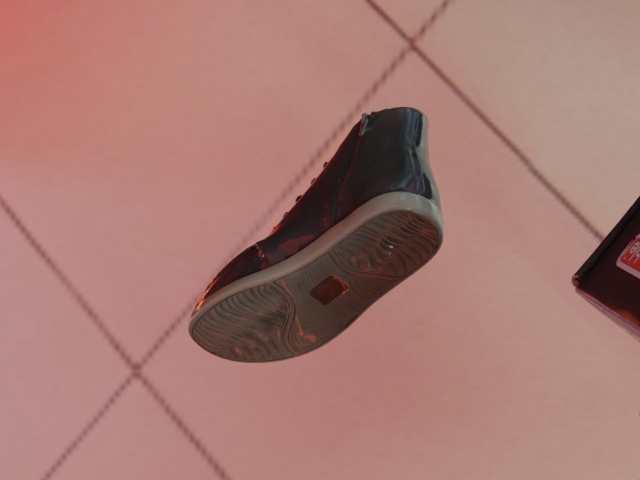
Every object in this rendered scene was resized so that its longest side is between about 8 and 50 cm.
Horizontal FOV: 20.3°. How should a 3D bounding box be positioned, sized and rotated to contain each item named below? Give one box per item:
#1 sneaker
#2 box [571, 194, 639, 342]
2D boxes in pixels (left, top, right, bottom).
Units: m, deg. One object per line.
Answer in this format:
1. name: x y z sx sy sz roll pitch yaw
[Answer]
1. sneaker: 0.000 0.000 1.277 0.222 0.083 0.118 -30 34 29
2. box: 0.235 -0.050 0.555 0.073 0.295 0.293 39 92 -15
